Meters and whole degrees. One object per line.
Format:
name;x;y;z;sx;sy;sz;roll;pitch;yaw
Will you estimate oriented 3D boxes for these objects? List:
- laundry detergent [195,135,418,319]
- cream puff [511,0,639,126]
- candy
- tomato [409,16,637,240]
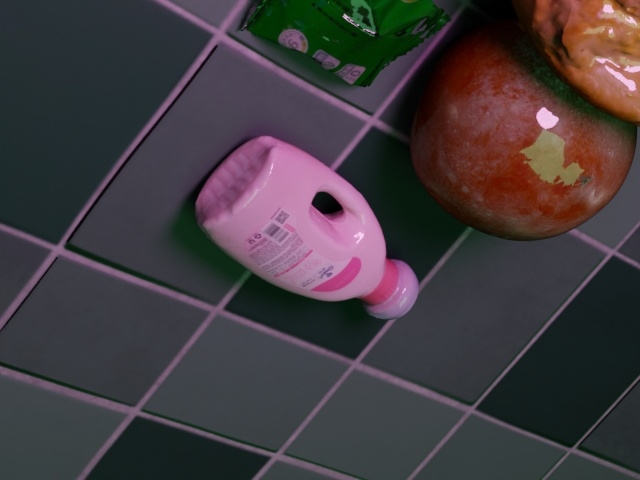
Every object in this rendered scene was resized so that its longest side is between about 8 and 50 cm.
laundry detergent;0.000;0.000;1.779;0.159;0.088;0.335;-45;134;12
cream puff;0.369;-0.277;1.569;0.327;0.343;0.231;-7;146;-48
candy;0.031;-0.244;1.602;0.203;0.078;0.141;21;115;-32
tomato;0.247;-0.122;1.711;0.270;0.223;0.270;-17;133;-19
